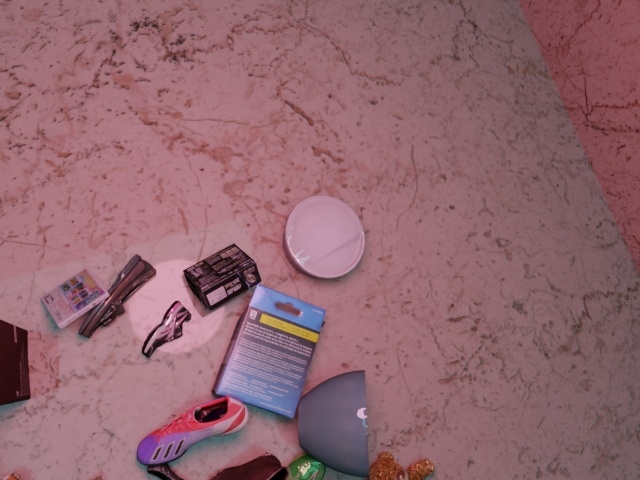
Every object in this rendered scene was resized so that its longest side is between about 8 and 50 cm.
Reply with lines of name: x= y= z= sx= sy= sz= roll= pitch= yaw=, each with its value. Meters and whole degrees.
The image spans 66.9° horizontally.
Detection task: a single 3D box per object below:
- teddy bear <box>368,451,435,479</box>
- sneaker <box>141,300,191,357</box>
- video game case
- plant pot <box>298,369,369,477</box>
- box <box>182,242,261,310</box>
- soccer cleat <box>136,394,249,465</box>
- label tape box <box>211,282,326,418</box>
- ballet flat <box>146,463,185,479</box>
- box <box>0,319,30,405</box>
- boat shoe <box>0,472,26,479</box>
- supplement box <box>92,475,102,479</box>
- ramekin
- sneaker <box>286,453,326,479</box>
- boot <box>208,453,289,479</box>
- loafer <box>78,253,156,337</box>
teddy bear: x=0.297 y=0.806 z=1.492 sx=0.245 sy=0.113 sz=0.338 roll=-30 pitch=87 yaw=-25
sneaker: x=-0.439 y=0.266 z=1.402 sx=0.077 sy=0.072 sz=0.178 roll=40 pitch=73 yaw=-17
video game case: x=-0.671 y=0.153 z=1.322 sx=0.143 sy=0.019 sz=0.157 roll=-38 pitch=46 yaw=-23
plant pot: x=0.039 y=0.527 z=1.405 sx=0.196 sy=0.290 sz=0.290 roll=-2 pitch=76 yaw=4
box: x=-0.292 y=0.105 z=1.442 sx=0.180 sy=0.147 sz=0.077 roll=-30 pitch=128 yaw=-24
soccer cleat: x=-0.356 y=0.500 z=1.299 sx=0.318 sy=0.116 sz=0.108 roll=-21 pitch=46 yaw=-1
label tape box: x=-0.150 y=0.331 z=1.461 sx=0.241 sy=0.106 sz=0.333 roll=23 pitch=70 yaw=-12
ballet flat: x=-0.399 y=0.663 z=1.312 sx=0.173 sy=0.057 sz=0.049 roll=40 pitch=33 yaw=5
box: x=-0.778 y=0.288 z=1.108 sx=0.143 sy=0.381 sz=0.191 roll=-5 pitch=78 yaw=-20
boat shoe: x=-0.769 y=0.623 z=1.172 sx=0.302 sy=0.113 sz=0.103 roll=18 pitch=77 yaw=-13
supplement box: x=-0.595 y=0.659 z=1.237 sx=0.083 sy=0.083 sz=0.056 roll=-28 pitch=87 yaw=-23
ramekin: x=0.000 y=0.000 z=1.587 sx=0.273 sy=0.127 sz=0.272 roll=5 pitch=74 yaw=-18
sneaker: x=-0.100 y=0.717 z=1.370 sx=0.296 sy=0.123 sz=0.109 roll=-27 pitch=86 yaw=-24
boot: x=-0.214 y=0.661 z=1.300 sx=0.248 sy=0.207 sz=0.090 roll=-26 pitch=86 yaw=-23
loafer: x=-0.569 y=0.165 z=1.371 sx=0.084 sy=0.096 sz=0.267 roll=36 pitch=65 yaw=-15
